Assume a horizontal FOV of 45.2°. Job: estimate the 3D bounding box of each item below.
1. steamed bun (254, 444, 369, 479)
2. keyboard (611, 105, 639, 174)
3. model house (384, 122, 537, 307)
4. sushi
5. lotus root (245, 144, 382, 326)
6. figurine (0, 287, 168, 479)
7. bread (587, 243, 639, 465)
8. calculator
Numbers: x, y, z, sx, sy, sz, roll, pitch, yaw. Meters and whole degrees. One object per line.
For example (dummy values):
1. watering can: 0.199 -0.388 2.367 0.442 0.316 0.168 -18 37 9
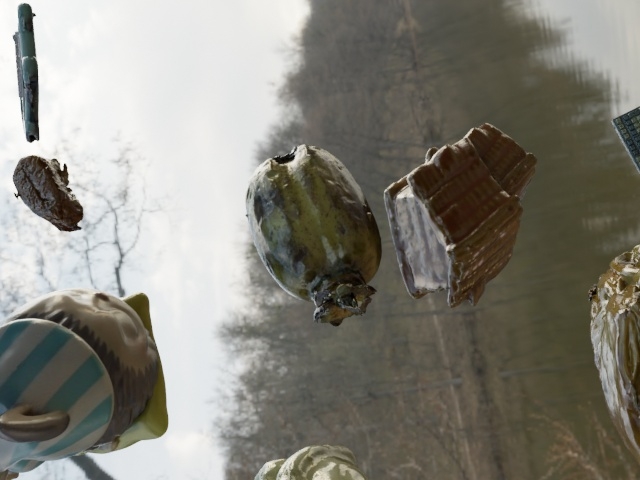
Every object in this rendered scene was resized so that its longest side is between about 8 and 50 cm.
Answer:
1. steamed bun: -0.028 0.467 1.041 0.394 0.238 0.346 92 165 -51
2. keyboard: 0.452 -0.095 1.017 0.176 0.055 0.014 65 -166 8
3. model house: 0.211 -0.035 1.085 0.219 0.199 0.229 66 165 -11
4. sushi: -0.309 -0.056 0.875 0.118 0.061 0.060 66 -172 19
5. lotus root: 0.000 0.002 0.936 0.154 0.154 0.278 70 176 -54
6. figurine: -0.439 0.209 1.081 0.266 0.361 0.378 61 -168 20
7. bread: 0.352 0.123 0.735 0.324 0.167 0.277 -25 -80 -85
8. calculator: -0.245 -0.133 0.643 0.141 0.019 0.094 136 126 -63
